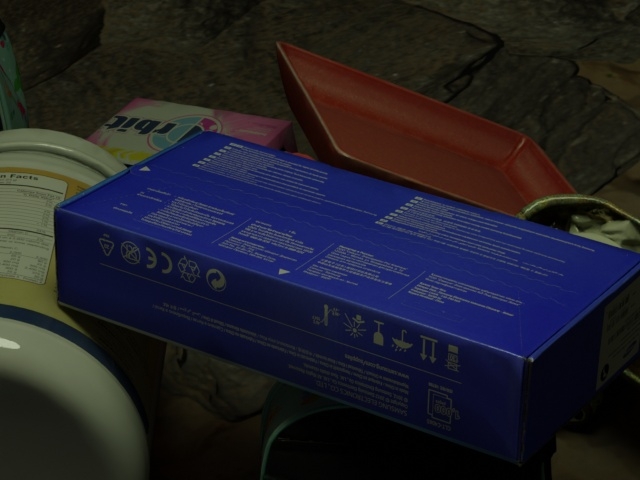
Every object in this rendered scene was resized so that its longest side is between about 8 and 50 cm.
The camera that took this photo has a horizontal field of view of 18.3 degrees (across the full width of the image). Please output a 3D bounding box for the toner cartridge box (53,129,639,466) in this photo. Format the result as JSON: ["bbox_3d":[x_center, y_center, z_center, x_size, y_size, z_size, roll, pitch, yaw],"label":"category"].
[{"bbox_3d":[0.016,0.025,1.255,0.348,0.075,0.165,17,29,30],"label":"toner cartridge box"}]

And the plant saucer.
[{"bbox_3d":[0.092,-0.060,1.610,0.258,0.048,0.259,19,20,-21],"label":"plant saucer"}]

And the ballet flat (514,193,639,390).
[{"bbox_3d":[0.254,0.069,1.313,0.123,0.123,0.348,-30,45,-28],"label":"ballet flat"}]

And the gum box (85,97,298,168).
[{"bbox_3d":[-0.117,-0.067,1.787,0.188,0.062,0.107,10,37,31],"label":"gum box"}]

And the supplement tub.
[{"bbox_3d":[-0.224,0.077,1.429,0.228,0.228,0.316,-7,31,6],"label":"supplement tub"}]

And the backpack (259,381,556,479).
[{"bbox_3d":[0.050,0.144,1.294,0.188,0.166,0.144,-9,29,-4],"label":"backpack"}]

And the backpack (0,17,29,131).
[{"bbox_3d":[-0.353,-0.059,1.669,0.225,0.253,0.191,-5,36,2],"label":"backpack"}]

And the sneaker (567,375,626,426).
[{"bbox_3d":[0.193,0.101,1.436,0.188,0.066,0.071,-23,50,-10],"label":"sneaker"}]

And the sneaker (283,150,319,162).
[{"bbox_3d":[-0.001,0.000,1.572,0.314,0.136,0.116,12,39,32],"label":"sneaker"}]
